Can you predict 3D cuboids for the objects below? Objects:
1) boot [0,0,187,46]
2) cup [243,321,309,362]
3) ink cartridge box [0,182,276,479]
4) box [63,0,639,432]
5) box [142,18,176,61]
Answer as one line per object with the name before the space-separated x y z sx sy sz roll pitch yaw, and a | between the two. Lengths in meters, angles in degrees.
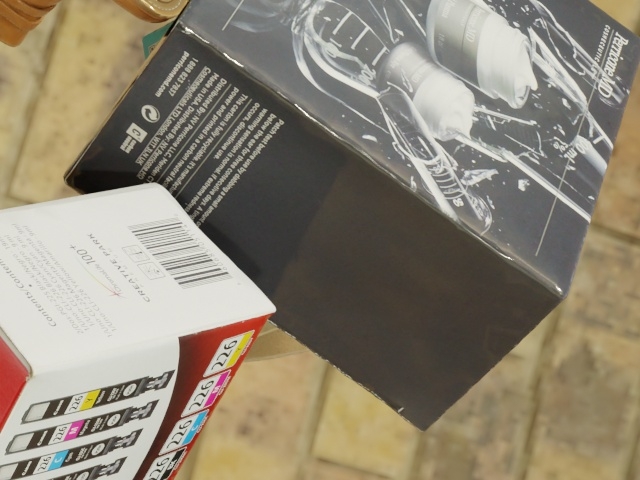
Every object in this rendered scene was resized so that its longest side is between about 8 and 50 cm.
boot | -0.282 -0.271 1.925 0.220 0.283 0.109 -53 175 37
cup | 0.000 0.000 2.383 0.331 0.331 0.237 -35 -112 61
ink cartridge box | -0.217 0.134 1.139 0.130 0.271 0.309 46 -56 25
box | 0.040 -0.098 1.353 0.179 0.312 0.343 -48 -169 39
box | -0.076 -0.179 2.029 0.100 0.244 0.060 -25 -118 30
